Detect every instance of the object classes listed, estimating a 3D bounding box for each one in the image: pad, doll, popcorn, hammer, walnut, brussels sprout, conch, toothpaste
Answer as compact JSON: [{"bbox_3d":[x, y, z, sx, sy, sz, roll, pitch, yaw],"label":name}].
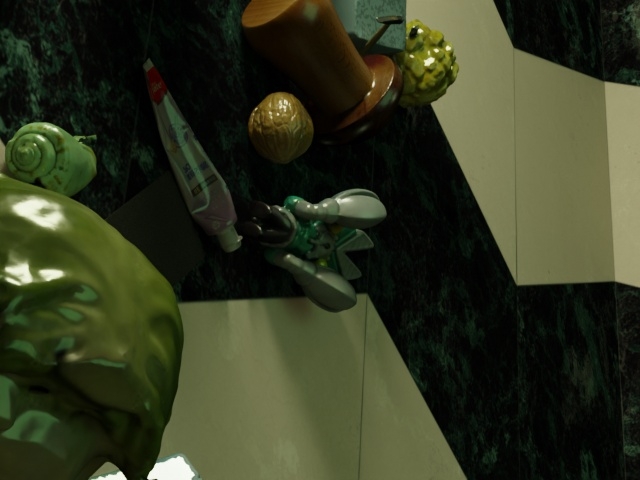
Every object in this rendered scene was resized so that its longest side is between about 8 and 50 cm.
[{"bbox_3d":[-0.231,0.002,1.918,0.211,0.003,0.142,-46,118,-58],"label":"pad"},{"bbox_3d":[-0.004,0.019,2.196,0.258,0.153,0.194,-15,121,-38],"label":"doll"},{"bbox_3d":[0.178,-0.343,2.662,0.142,0.174,0.173,-10,87,-73],"label":"popcorn"},{"bbox_3d":[0.069,-0.325,2.429,0.062,0.199,0.013,-9,62,-45],"label":"hammer"},{"bbox_3d":[-0.063,-0.181,2.207,0.105,0.105,0.124,39,45,-49],"label":"walnut"},{"bbox_3d":[-0.355,0.103,1.306,0.425,0.342,0.361,6,32,-24],"label":"brussels sprout"},{"bbox_3d":[-0.324,-0.090,1.722,0.170,0.079,0.105,0,93,-68],"label":"conch"},{"bbox_3d":[-0.189,-0.119,2.007,0.075,0.048,0.301,-47,117,-53],"label":"toothpaste"}]

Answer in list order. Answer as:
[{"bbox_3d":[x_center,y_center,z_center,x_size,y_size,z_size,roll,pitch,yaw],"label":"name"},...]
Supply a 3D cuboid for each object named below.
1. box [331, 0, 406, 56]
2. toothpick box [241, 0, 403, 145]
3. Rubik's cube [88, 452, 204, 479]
[{"bbox_3d":[0.059,-0.408,2.497,0.227,0.130,0.162,3,86,-58],"label":"box"},{"bbox_3d":[0.005,-0.292,2.301,0.294,0.192,0.192,48,38,-31],"label":"toothpick box"},{"bbox_3d":[-0.198,0.383,1.575,0.265,0.224,0.213,-10,128,-32],"label":"Rubik's cube"}]
